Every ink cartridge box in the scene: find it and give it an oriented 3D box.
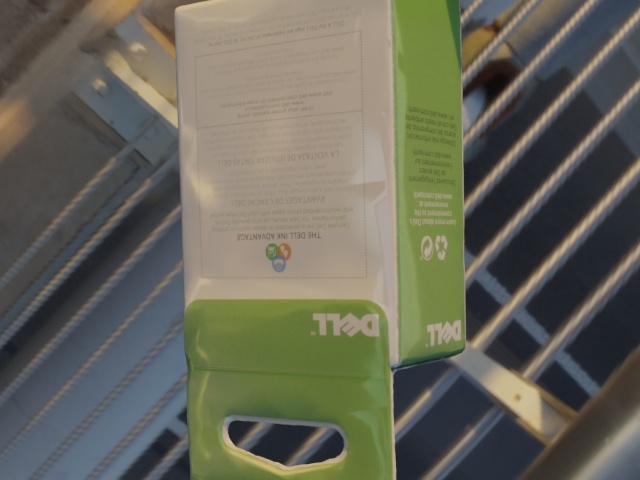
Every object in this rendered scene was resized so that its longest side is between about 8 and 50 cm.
[{"bbox_3d":[0.000,0.000,0.427,0.062,0.109,0.209,-1,89,-56],"label":"ink cartridge box"}]
